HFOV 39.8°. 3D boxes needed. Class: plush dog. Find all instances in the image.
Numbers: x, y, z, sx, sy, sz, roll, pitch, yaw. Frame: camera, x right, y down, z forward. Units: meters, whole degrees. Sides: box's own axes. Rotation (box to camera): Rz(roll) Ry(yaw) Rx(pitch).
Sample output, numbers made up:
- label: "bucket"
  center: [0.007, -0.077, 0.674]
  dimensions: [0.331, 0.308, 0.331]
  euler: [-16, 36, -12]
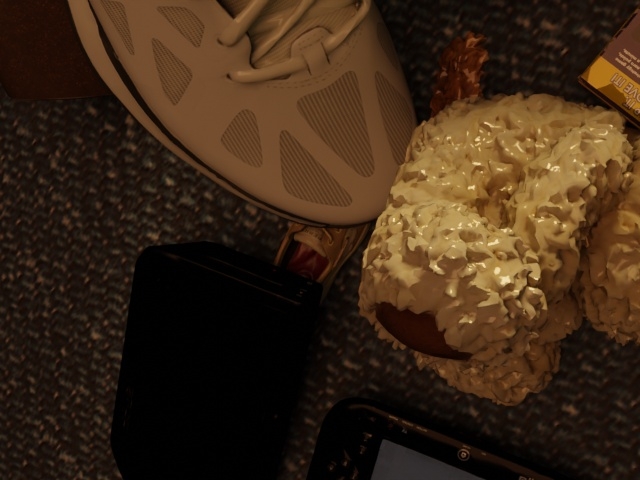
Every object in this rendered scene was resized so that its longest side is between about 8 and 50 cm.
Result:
- label: "plush dog"
  center: [0.162, -0.010, 0.499]
  dimensions: [0.225, 0.262, 0.210]
  euler: [8, 76, 17]

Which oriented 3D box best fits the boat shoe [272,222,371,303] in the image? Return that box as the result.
- label: "boat shoe"
  center: [0.000, 0.000, 0.643]
  dimensions: [0.050, 0.045, 0.135]
  euler: [27, 103, 17]

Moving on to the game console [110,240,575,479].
- label: "game console"
  center: [0.018, 0.143, 0.628]
  dimensions: [0.361, 0.044, 0.213]
  euler: [19, 116, 13]

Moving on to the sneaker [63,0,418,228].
- label: "sneaker"
  center: [-0.053, -0.153, 0.437]
  dimensions: [0.169, 0.257, 0.447]
  euler: [-41, 117, -7]

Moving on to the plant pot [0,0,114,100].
- label: "plant pot"
  center: [-0.182, -0.220, 0.624]
  dimensions: [0.215, 0.215, 0.230]
  euler: [3, 106, 20]

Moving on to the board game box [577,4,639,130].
- label: "board game box"
  center: [0.269, -0.100, 0.533]
  dimensions: [0.170, 0.048, 0.141]
  euler: [42, 109, 12]
